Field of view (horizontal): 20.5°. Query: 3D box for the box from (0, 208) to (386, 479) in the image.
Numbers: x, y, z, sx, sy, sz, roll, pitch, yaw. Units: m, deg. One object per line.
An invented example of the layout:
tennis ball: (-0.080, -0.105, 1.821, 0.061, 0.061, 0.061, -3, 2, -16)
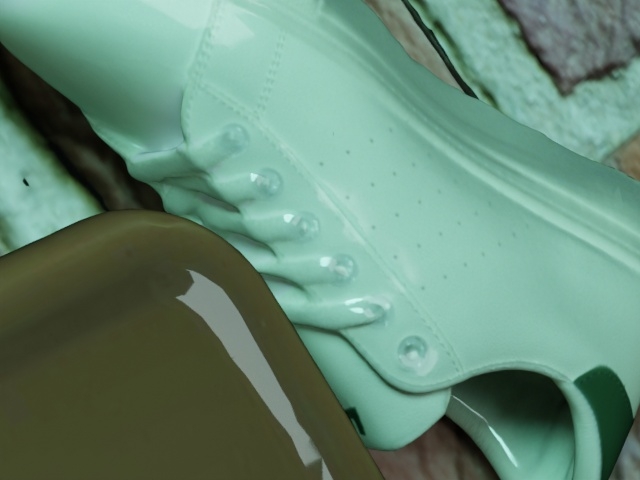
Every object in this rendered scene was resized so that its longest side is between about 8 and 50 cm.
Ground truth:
box: (-0.144, 0.164, 0.500, 0.339, 0.229, 0.239, -30, 89, -39)

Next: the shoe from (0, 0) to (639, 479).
shoe: (0.000, 0.000, 0.736, 0.363, 0.132, 0.160, 27, 63, -27)
